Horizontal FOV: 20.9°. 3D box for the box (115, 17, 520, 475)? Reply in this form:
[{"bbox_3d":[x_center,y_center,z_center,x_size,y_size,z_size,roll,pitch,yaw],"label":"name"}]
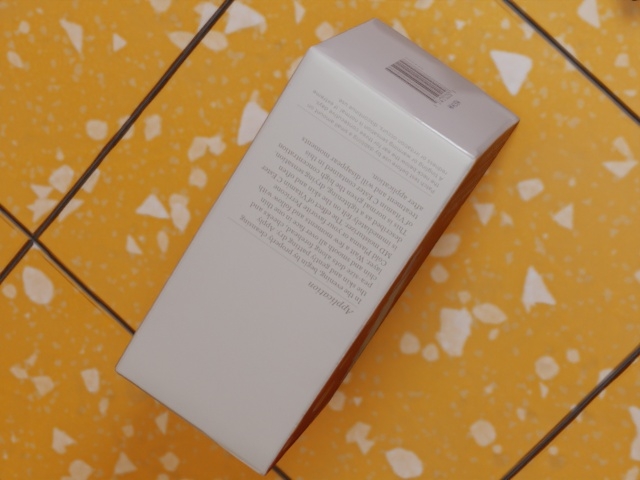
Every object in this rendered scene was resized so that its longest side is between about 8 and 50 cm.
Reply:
[{"bbox_3d":[0.000,0.000,1.541,0.168,0.215,0.345,35,111,6],"label":"box"}]
